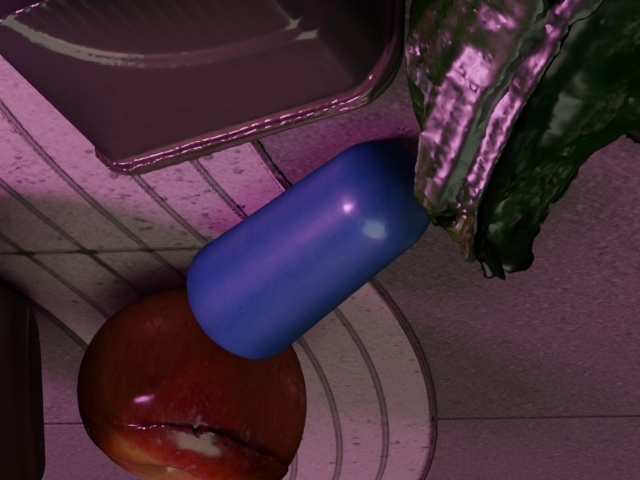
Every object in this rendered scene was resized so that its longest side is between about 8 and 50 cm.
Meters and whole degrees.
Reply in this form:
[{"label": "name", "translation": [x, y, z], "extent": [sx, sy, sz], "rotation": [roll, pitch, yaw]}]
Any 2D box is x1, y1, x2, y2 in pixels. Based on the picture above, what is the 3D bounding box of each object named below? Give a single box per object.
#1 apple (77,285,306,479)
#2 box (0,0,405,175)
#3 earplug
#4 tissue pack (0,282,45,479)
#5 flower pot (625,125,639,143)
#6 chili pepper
[{"label": "apple", "translation": [-0.140, 0.170, 1.435], "extent": [0.252, 0.206, 0.272], "rotation": [-12, 147, 43]}, {"label": "box", "translation": [-0.092, -0.161, 0.907], "extent": [0.274, 0.138, 0.178], "rotation": [-16, 142, 28]}, {"label": "earplug", "translation": [0.000, 0.000, 1.204], "extent": [0.132, 0.132, 0.273], "rotation": [20, 142, -30]}, {"label": "tissue pack", "translation": [-0.440, 0.134, 1.293], "extent": [0.277, 0.267, 0.387], "rotation": [-3, 159, -3]}, {"label": "flower pot", "translation": [0.363, -0.042, 0.969], "extent": [0.290, 0.259, 0.290], "rotation": [2, 151, 1]}, {"label": "chili pepper", "translation": [0.144, -0.121, 0.908], "extent": [0.213, 0.167, 0.385], "rotation": [-22, 149, -31]}]
